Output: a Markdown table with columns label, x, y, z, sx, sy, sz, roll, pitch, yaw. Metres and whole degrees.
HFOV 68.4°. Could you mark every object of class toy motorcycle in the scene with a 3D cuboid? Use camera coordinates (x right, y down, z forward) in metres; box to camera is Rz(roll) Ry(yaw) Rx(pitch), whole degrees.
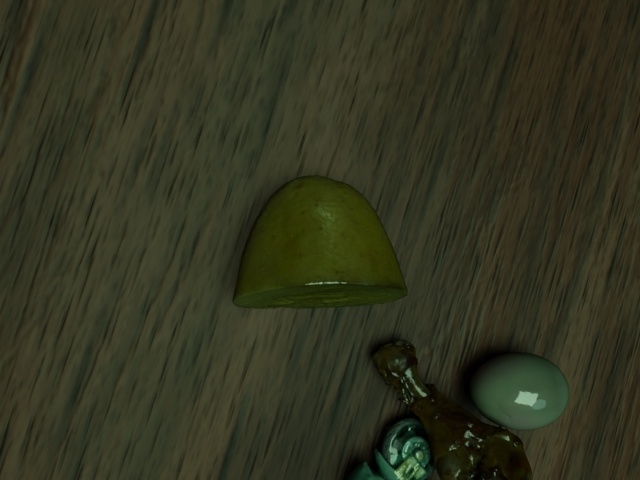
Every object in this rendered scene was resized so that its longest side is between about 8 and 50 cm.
| label | x | y | z | sx | sy | sz | roll | pitch | yaw |
| --- | --- | --- | --- | --- | --- | --- | --- | --- | --- |
| toy motorcycle | 0.108 | 0.402 | 0.614 | 0.198 | 0.109 | 0.296 | -17 | 84 | -17 |

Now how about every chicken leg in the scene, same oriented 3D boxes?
| label | x | y | z | sx | sy | sz | roll | pitch | yaw |
| --- | --- | --- | --- | --- | --- | --- | --- | --- | --- |
| chicken leg | 0.164 | 0.237 | 0.618 | 0.107 | 0.087 | 0.251 | -29 | 70 | -38 |

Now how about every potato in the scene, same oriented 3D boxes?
| label | x | y | z | sx | sy | sz | roll | pitch | yaw |
| --- | --- | --- | --- | --- | --- | --- | --- | --- | --- |
| potato | 0.000 | 0.000 | 0.572 | 0.203 | 0.178 | 0.158 | -3 | 75 | 12 |

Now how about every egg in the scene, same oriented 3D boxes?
| label | x | y | z | sx | sy | sz | roll | pitch | yaw |
| --- | --- | --- | --- | --- | --- | --- | --- | --- | --- |
| egg | 0.275 | 0.209 | 0.654 | 0.135 | 0.103 | 0.103 | -3 | 91 | -9 |
